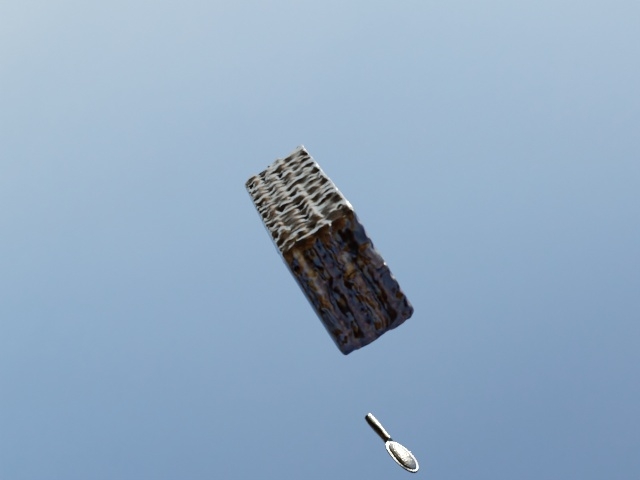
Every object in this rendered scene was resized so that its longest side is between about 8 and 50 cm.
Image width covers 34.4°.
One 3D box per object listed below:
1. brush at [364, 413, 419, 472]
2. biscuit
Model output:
[{"bbox_3d":[0.058,0.167,0.859,0.083,0.024,0.008,44,-64,55],"label":"brush"},{"bbox_3d":[0.000,0.000,0.890,0.070,0.106,0.252,-32,-160,-1],"label":"biscuit"}]
